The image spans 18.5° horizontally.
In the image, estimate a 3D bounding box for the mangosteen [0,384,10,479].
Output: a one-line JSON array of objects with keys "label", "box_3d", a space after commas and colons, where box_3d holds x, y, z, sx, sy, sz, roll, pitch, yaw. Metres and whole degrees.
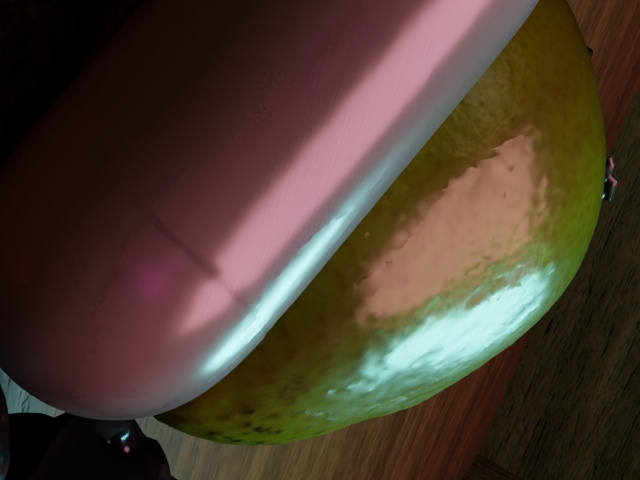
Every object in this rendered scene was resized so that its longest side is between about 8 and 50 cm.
[{"label": "mangosteen", "box_3d": [-0.215, 0.080, 0.788, 0.184, 0.172, 0.172, 12, 107, -54]}]

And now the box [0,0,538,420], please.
[{"label": "box", "box_3d": [-0.026, -0.064, 0.943, 0.349, 0.141, 0.288, -50, -177, -6]}]

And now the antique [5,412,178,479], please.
[{"label": "antique", "box_3d": [-0.199, 0.235, 1.143, 0.322, 0.185, 0.255, -61, 174, -15]}]

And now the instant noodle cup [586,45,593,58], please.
[{"label": "instant noodle cup", "box_3d": [0.107, -0.092, 1.568, 0.235, 0.234, 0.179, -18, 126, -72]}]

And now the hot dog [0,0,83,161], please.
[{"label": "hot dog", "box_3d": [-0.160, -0.067, 0.886, 0.099, 0.065, 0.147, -68, 171, 29]}]

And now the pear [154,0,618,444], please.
[{"label": "pear", "box_3d": [0.000, 0.000, 1.210, 0.318, 0.238, 0.342, -32, 164, -39]}]
